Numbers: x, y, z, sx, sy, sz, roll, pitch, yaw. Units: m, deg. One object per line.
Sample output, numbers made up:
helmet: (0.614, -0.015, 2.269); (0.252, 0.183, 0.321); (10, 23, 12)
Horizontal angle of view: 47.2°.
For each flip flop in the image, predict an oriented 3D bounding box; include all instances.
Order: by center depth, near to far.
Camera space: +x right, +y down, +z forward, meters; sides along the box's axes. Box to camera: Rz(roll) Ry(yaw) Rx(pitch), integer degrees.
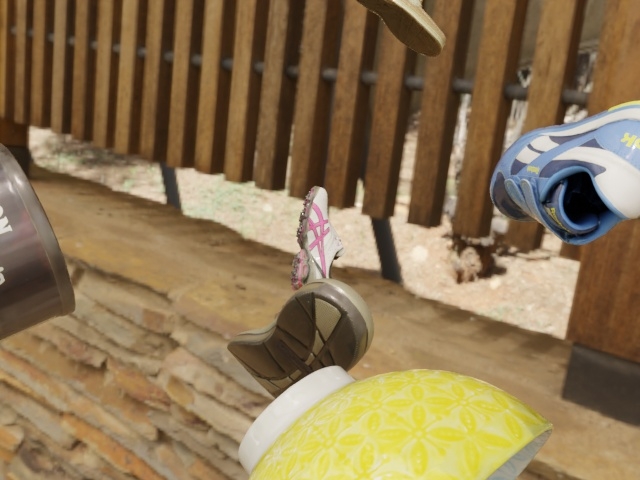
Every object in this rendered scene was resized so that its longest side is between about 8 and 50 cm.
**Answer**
flip flop: (-0.015, 0.101, 0.756); (0.112, 0.277, 0.080); (44, 55, 2)

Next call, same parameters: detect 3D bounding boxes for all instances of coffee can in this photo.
coffee can: (-0.423, 0.040, 0.744); (0.275, 0.201, 0.202); (-26, 28, -27)

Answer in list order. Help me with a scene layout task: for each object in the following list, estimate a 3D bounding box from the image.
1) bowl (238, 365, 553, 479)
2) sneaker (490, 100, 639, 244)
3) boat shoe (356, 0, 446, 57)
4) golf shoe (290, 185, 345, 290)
bowl: (0.026, 0.194, 0.580); (0.156, 0.289, 0.290); (44, 31, 27)
sneaker: (0.131, -0.029, 0.400); (0.053, 0.059, 0.144); (39, -17, -8)
boat shoe: (0.084, -0.249, 0.764); (0.135, 0.045, 0.050); (43, -18, 1)
golf shoe: (0.000, 0.000, 1.245); (0.086, 0.186, 0.067); (8, -14, -8)
